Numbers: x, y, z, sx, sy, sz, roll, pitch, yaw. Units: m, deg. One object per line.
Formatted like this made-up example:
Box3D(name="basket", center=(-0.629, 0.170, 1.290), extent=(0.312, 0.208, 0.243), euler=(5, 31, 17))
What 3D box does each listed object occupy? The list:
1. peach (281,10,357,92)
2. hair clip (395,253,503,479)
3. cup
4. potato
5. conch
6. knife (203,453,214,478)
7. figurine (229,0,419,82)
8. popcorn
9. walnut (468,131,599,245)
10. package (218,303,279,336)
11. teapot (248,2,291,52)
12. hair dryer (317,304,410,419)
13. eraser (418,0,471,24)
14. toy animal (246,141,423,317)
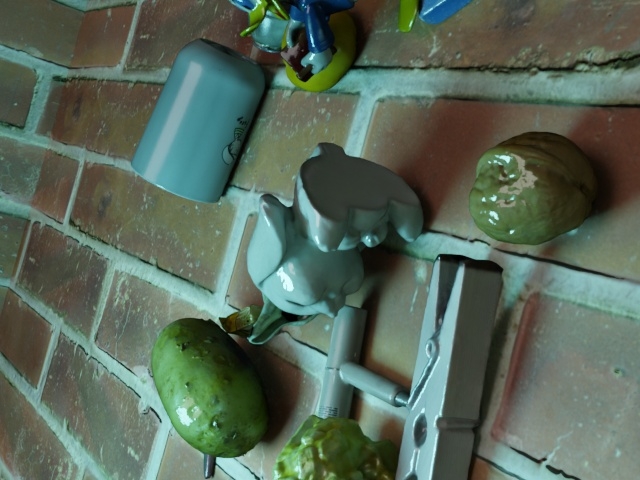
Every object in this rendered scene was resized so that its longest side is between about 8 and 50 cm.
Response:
Box3D(name="peach", center=(-0.004, -0.363, 1.843), extent=(0.179, 0.103, 0.179), euler=(-27, 57, 51))
Box3D(name="hair clip", center=(0.177, 0.185, 1.340), extent=(0.101, 0.085, 0.331), euler=(9, 91, 61))
Box3D(name="cup", center=(-0.252, -0.256, 2.094), extent=(0.312, 0.205, 0.205), euler=(-65, 33, 14))
Box3D(name="potato", center=(-0.201, 0.261, 1.783), extent=(0.173, 0.210, 0.307), euler=(-45, 46, 9))
Box3D(name="conch", center=(-0.043, 0.092, 1.711), extent=(0.114, 0.137, 0.234), euler=(110, 170, -65))
Box3D(name="knife", center=(-0.217, 0.350, 1.960), extent=(0.035, 0.018, 0.247), euler=(-36, 45, 50))
Box3D(name="figurine", center=(-0.030, -0.408, 1.663), extent=(0.204, 0.338, 0.283), euler=(-101, 28, -42))
Box3D(name="popcorn", center=(0.024, 0.345, 1.425), extent=(0.187, 0.185, 0.167), euler=(119, 175, -65))
Box3D(name="walnut", center=(0.266, -0.067, 1.251), extent=(0.166, 0.149, 0.166), euler=(-26, 39, 22))
Box3D(name="package", center=(-0.135, 0.158, 1.857), extent=(0.131, 0.071, 0.047), euler=(-22, 60, 51))
Box3D(name="teapot", center=(-0.107, -0.450, 2.043), extent=(0.149, 0.111, 0.108), euler=(49, 133, 47))
Box3D(name="hair dryer", center=(0.081, 0.197, 1.515), extent=(0.220, 0.053, 0.195), euler=(-5, 72, 56))
Box3D(name="eraser", center=(0.262, -0.464, 1.522), extent=(0.312, 0.042, 0.144), euler=(-28, 55, 50))
Box3D(name="toy animal", center=(0.000, 0.000, 1.562), extent=(0.206, 0.271, 0.265), euler=(53, 135, 27))
